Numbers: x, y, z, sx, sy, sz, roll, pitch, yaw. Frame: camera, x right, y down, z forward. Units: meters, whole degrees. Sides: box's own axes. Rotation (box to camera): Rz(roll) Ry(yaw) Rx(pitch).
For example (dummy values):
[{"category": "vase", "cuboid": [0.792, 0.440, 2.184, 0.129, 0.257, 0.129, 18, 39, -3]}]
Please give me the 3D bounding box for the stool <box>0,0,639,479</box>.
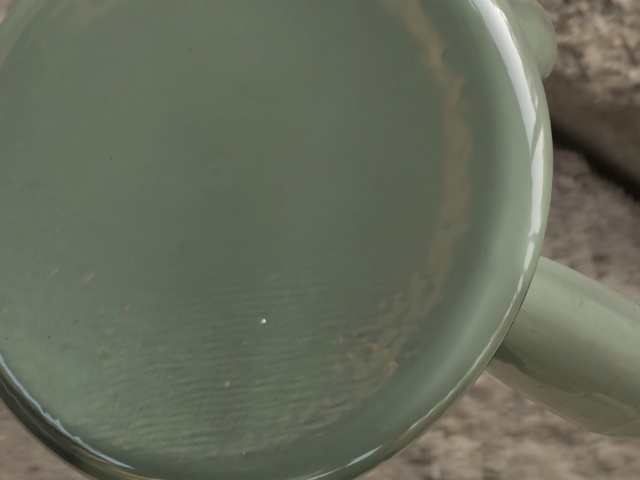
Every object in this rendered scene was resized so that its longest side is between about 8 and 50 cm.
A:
[{"category": "stool", "cuboid": [0.000, 0.000, 0.666, 0.195, 0.198, 0.195, -24, 71, 13]}]
